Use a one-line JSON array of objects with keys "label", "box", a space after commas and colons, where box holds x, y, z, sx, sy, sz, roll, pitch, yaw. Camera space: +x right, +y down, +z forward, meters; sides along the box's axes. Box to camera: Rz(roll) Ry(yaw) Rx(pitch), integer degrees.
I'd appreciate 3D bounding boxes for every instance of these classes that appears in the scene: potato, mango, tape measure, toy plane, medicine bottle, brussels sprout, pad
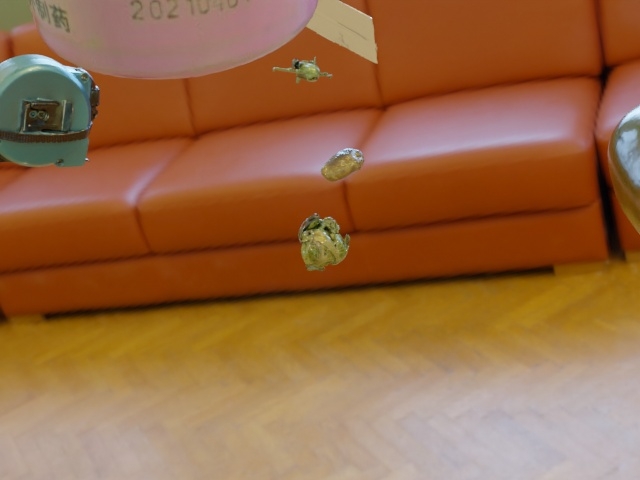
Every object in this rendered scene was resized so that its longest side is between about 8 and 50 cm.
[{"label": "potato", "box": [0.037, -0.129, 1.756, 0.083, 0.040, 0.051, -32, 28, -26]}, {"label": "mango", "box": [0.377, -0.059, 1.097, 0.129, 0.146, 0.289, -3, 31, 12]}, {"label": "tape measure", "box": [-0.333, -0.153, 1.219, 0.146, 0.125, 0.081, -2, 25, -32]}, {"label": "toy plane", "box": [-0.023, -0.278, 1.699, 0.102, 0.040, 0.111, -1, 4, -20]}, {"label": "medicine bottle", "box": [-0.095, -0.251, 0.551, 0.178, 0.291, 0.178, -3, 40, 3]}, {"label": "brussels sprout", "box": [0.000, 0.000, 1.603, 0.085, 0.058, 0.085, -5, 67, 11]}, {"label": "pad", "box": [0.005, -0.403, 1.849, 0.232, 0.156, 0.004, 31, 75, 18]}]
